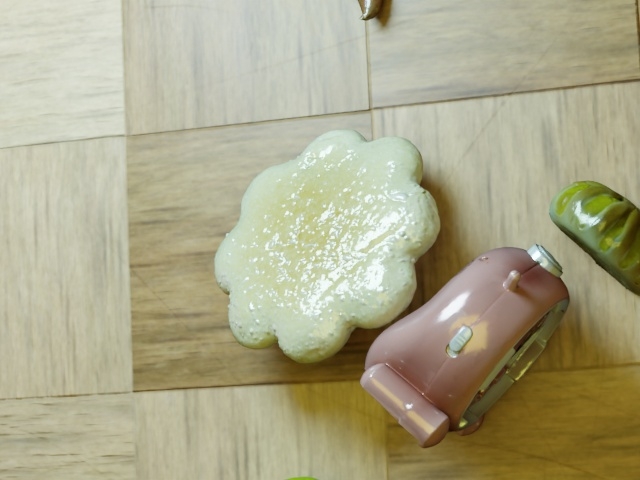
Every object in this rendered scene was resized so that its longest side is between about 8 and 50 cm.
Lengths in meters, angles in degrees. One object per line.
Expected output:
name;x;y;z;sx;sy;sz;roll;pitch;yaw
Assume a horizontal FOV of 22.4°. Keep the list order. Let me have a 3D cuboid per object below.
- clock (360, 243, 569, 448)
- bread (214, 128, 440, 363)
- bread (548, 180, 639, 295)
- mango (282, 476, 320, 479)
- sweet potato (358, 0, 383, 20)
clock;0.173;0.099;1.822;0.142;0.227;0.241;44;102;15
bread;0.000;0.000;1.921;0.316;0.054;0.316;-17;53;24
bread;0.331;-0.012;1.860;0.157;0.094;0.083;45;102;25
mango;-0.010;0.359;1.923;0.117;0.089;0.163;-35;75;11
sweet potato;0.021;-0.362;2.017;0.055;0.058;0.202;-25;78;-31
